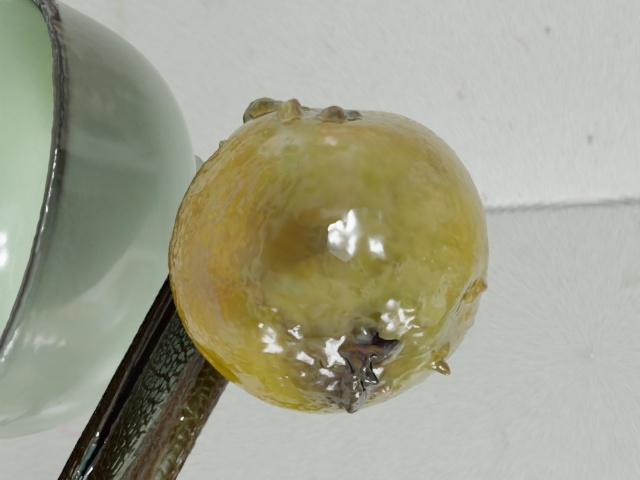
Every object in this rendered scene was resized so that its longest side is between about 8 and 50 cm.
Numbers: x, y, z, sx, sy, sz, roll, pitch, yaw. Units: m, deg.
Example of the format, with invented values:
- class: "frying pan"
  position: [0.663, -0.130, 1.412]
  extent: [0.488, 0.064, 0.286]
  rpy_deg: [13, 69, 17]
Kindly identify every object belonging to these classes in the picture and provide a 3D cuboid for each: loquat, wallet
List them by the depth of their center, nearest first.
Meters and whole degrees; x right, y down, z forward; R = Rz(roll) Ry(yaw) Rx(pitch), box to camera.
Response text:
- class: "loquat"
  position: [0.000, 0.000, 0.819]
  extent: [0.172, 0.149, 0.204]
  rpy_deg: [-38, 57, 24]
- class: "wallet"
  position: [-0.086, 0.060, 0.970]
  extent: [0.039, 0.133, 0.243]
  rpy_deg: [38, 67, -23]

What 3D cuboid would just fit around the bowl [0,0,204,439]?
- class: "bowl"
  position: [-0.201, -0.007, 1.201]
  extent: [0.185, 0.354, 0.353]
  rpy_deg: [14, 88, -32]
